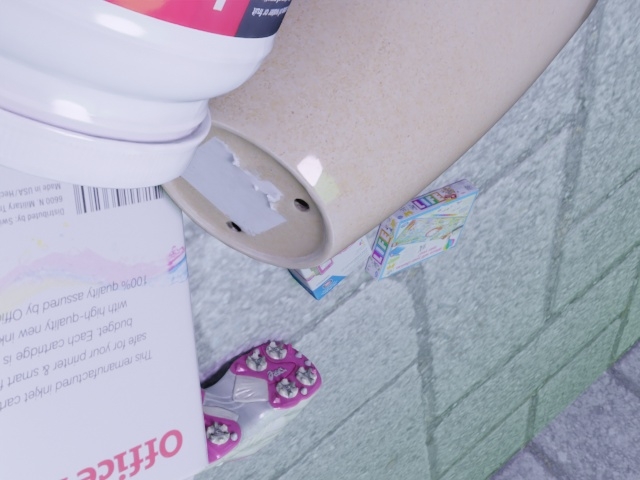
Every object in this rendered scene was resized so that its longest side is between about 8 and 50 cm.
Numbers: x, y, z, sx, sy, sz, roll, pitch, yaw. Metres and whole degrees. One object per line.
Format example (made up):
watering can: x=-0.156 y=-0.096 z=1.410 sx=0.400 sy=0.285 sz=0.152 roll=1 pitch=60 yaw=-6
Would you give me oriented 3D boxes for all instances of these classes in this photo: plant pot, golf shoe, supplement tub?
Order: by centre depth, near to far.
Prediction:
supplement tub: x=-0.078 y=-0.179 z=0.363 sx=0.191 sy=0.191 sz=0.272 roll=-2 pitch=127 yaw=-51
plant pot: x=0.016 y=-0.125 z=0.575 sx=0.274 sy=0.256 sz=0.256 roll=-57 pitch=157 yaw=-28
golf shoe: x=-0.131 y=0.228 z=1.046 sx=0.306 sy=0.115 sz=0.140 roll=-16 pitch=142 yaw=-40

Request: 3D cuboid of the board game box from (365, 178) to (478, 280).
board game box: x=0.134 y=-0.014 z=1.172 sx=0.154 sy=0.026 sz=0.103 roll=-21 pitch=141 yaw=-37

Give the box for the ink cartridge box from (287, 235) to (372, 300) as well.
ink cartridge box: x=0.000 y=0.000 z=0.994 sx=0.088 sy=0.052 sz=0.122 roll=-41 pitch=149 yaw=-9

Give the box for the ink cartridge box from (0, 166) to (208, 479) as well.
ink cartridge box: x=-0.202 y=0.026 z=0.547 sx=0.226 sy=0.131 sz=0.306 roll=-14 pitch=105 yaw=-48
